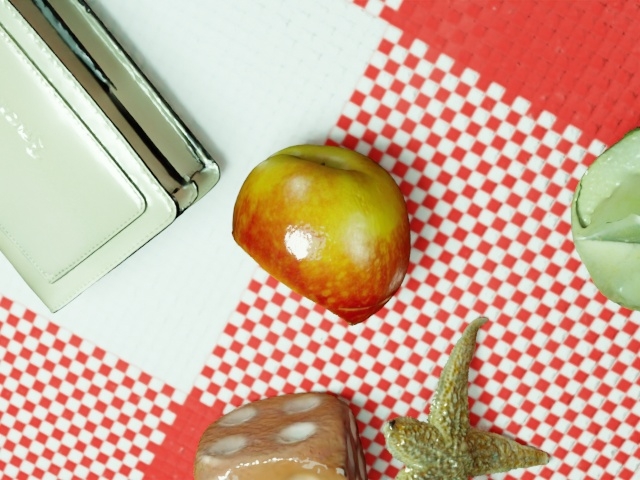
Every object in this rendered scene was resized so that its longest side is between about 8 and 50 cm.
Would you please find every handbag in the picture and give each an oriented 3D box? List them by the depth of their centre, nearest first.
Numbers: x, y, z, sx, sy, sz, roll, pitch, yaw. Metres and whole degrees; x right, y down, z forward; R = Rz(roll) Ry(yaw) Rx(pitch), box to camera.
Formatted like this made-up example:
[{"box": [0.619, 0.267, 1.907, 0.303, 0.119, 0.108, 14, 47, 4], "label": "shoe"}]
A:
[{"box": [-0.309, -0.125, 1.187, 0.236, 0.160, 0.359, -35, 99, 21], "label": "handbag"}]

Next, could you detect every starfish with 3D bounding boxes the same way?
[{"box": [0.156, 0.237, 1.249, 0.231, 0.048, 0.295, 33, 69, -25], "label": "starfish"}]

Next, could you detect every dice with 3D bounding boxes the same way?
[{"box": [-0.035, 0.281, 1.271, 0.179, 0.174, 0.175, -15, 104, 7], "label": "dice"}]

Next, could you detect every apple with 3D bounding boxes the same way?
[{"box": [0.363, -0.024, 1.126, 0.188, 0.174, 0.207, -1, 115, 35], "label": "apple"}]

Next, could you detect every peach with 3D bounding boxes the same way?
[{"box": [0.000, 0.000, 1.173, 0.190, 0.190, 0.193, 4, 107, 6], "label": "peach"}]
